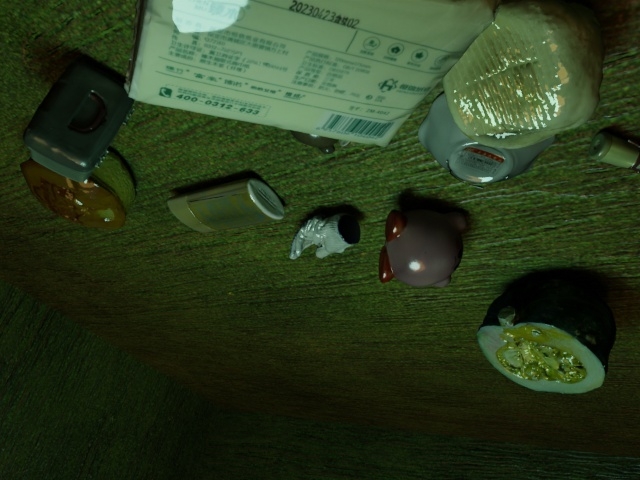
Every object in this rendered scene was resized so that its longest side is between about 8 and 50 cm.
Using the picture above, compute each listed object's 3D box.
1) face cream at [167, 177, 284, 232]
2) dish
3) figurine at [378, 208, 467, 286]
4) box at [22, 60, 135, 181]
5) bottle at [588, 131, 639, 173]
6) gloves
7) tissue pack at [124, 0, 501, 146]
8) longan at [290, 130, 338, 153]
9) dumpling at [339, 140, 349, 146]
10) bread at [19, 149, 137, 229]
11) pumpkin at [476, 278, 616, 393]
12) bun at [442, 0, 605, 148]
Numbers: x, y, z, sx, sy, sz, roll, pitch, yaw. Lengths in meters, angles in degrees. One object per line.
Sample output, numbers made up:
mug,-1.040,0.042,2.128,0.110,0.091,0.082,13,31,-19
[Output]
face cream,-0.233,-0.079,1.378,0.285,0.067,0.139,-8,140,36
dish,0.274,-0.155,0.970,0.230,0.081,0.229,14,149,8
figurine,0.216,0.017,1.203,0.173,0.173,0.173,13,150,8
box,-0.470,-0.229,1.122,0.148,0.210,0.129,29,155,-16
bottle,0.488,-0.139,0.920,0.101,0.047,0.063,17,-173,-6
gloves,0.004,-0.005,1.348,0.119,0.097,0.229,40,139,-25
tissue pack,-0.024,-0.287,0.698,0.381,0.207,0.297,8,152,-23
longan,-0.005,-0.207,1.010,0.106,0.106,0.119,1,132,27
dumpling,0.053,-0.198,1.037,0.077,0.059,0.043,-4,154,39
bread,-0.588,-0.134,1.395,0.270,0.148,0.270,13,149,8
pumpkin,0.522,0.193,1.306,0.263,0.197,0.293,46,149,-19
bun,0.282,-0.234,0.786,0.229,0.145,0.229,36,144,32
